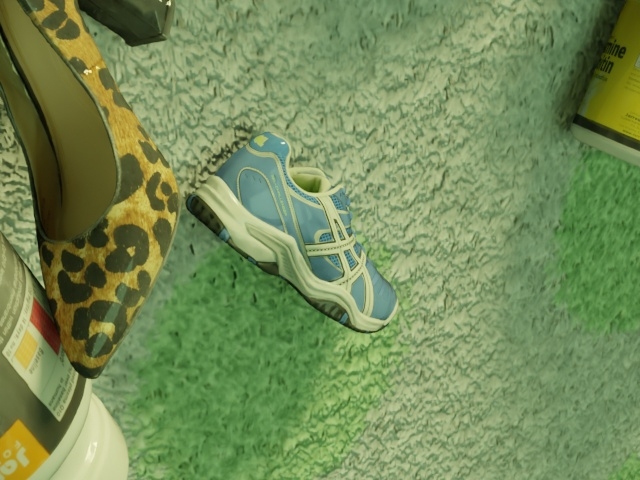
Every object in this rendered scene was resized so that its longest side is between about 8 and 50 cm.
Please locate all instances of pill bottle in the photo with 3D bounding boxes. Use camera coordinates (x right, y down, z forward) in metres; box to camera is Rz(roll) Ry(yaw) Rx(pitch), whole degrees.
[{"bbox_3d":[-0.226,0.066,0.730,0.162,0.162,0.278,-41,132,-15],"label":"pill bottle"},{"bbox_3d":[0.287,-0.152,1.079,0.103,0.103,0.184,13,103,-43],"label":"pill bottle"}]

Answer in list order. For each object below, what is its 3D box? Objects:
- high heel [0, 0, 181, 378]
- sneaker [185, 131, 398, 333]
[{"bbox_3d":[-0.163,-0.068,0.702,0.186,0.093,0.261,29,55,-49],"label":"high heel"},{"bbox_3d":[0.000,0.000,0.938,0.081,0.080,0.211,-53,136,0],"label":"sneaker"}]
